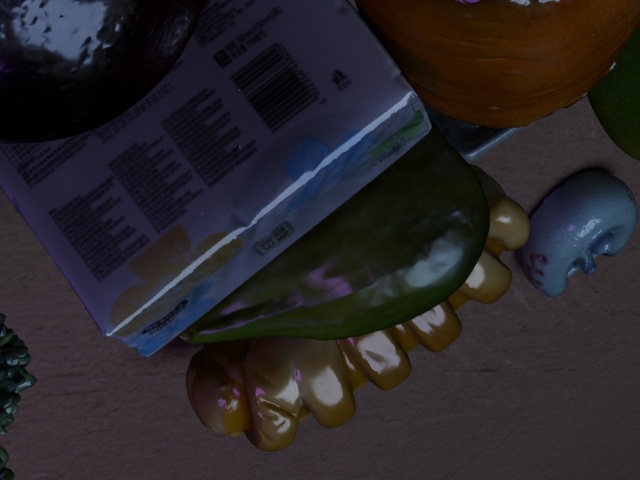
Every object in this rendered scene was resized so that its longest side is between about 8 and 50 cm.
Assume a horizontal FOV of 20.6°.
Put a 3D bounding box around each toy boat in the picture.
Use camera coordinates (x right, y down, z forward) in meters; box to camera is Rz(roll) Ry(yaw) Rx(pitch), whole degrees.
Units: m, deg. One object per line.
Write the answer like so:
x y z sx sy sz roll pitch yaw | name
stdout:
0.274 0.003 1.815 0.134 0.079 0.207 -33 159 -7 | toy boat

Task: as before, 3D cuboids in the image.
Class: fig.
0.015 -0.001 1.299 0.233 0.167 0.167 -40 159 24 | fig

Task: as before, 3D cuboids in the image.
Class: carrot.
0.104 -0.193 0.988 0.331 0.193 0.214 34 78 -79 | carrot

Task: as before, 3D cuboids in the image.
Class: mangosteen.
-0.135 -0.156 0.764 0.194 0.194 0.230 8 104 -61 | mangosteen

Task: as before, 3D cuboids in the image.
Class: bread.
0.031 0.059 1.443 0.311 0.121 0.173 -38 -162 1 | bread

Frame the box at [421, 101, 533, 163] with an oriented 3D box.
0.128 -0.115 1.355 0.122 0.089 0.062 -33 167 -12 | box

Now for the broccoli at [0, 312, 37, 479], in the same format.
-0.392 0.168 1.007 0.397 0.275 0.353 -23 144 17 | broccoli

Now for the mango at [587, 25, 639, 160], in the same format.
0.302 -0.207 1.301 0.225 0.201 0.382 -14 139 -10 | mango

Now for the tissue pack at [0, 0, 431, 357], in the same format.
-0.066 -0.059 1.075 0.229 0.159 0.145 -39 165 0 | tissue pack
